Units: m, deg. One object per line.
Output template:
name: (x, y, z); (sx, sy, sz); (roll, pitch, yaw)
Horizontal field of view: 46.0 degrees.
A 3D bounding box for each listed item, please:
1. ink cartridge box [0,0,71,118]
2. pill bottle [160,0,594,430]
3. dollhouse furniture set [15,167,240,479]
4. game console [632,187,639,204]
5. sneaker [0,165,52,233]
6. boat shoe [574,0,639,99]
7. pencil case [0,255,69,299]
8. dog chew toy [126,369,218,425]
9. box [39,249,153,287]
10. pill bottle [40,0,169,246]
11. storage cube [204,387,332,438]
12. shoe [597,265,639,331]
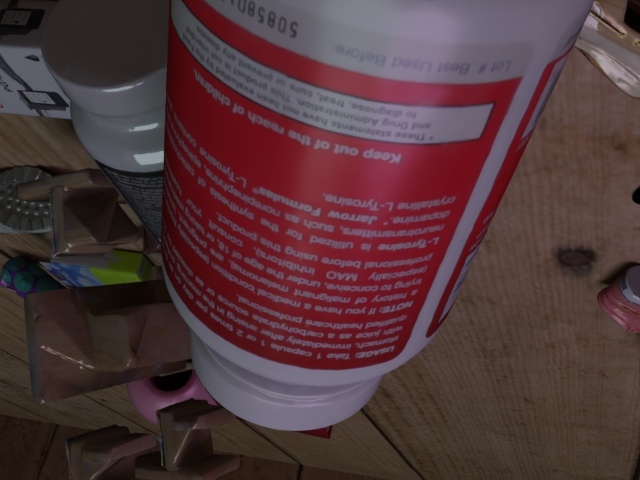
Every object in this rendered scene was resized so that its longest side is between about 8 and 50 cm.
ink cartridge box: (-0.268, -0.172, 0.725); (0.151, 0.063, 0.109); (6, 154, 14)
pill bottle: (0.007, -0.048, 0.520); (0.229, 0.229, 0.407); (14, 134, -1)
dollhouse furniture set: (-0.225, 0.113, 0.980); (0.257, 0.362, 0.394); (-7, 178, 33)
game console: (0.370, -0.028, 0.707); (0.071, 0.107, 0.122); (-13, 158, -12)
sneaker: (-0.412, -0.046, 1.053); (0.235, 0.090, 0.095); (4, 166, 28)
boat shoe: (0.193, -0.167, 0.525); (0.170, 0.063, 0.059); (27, 137, -24)
pencil case: (-0.486, 0.093, 1.315); (0.152, 0.070, 0.064); (33, 142, 10)
dog chew toy: (-0.261, 0.282, 1.515); (0.207, 0.206, 0.332); (10, 162, 8)
box: (-0.361, 0.052, 1.256); (0.178, 0.042, 0.109); (7, 154, 15)
pill bottle: (-0.126, -0.101, 0.686); (0.162, 0.162, 0.278); (7, 154, 14)
storage cube: (-0.063, 0.211, 1.273); (0.193, 0.183, 0.215); (10, 155, 9)
shoe: (0.434, 0.086, 0.920); (0.178, 0.063, 0.081); (20, 156, -1)
